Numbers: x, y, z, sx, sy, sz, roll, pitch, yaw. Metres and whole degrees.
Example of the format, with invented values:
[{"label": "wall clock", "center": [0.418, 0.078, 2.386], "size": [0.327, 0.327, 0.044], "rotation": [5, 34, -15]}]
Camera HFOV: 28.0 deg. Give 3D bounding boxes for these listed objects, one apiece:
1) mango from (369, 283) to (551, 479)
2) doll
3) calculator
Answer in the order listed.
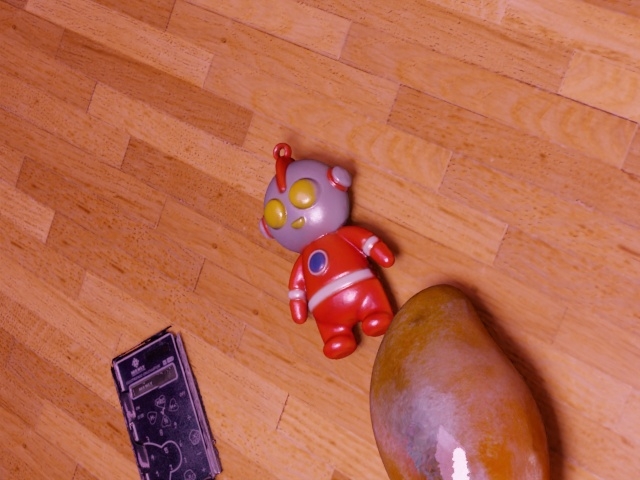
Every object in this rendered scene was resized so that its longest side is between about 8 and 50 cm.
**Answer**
[{"label": "mango", "center": [0.176, 0.229, 1.677], "size": [0.221, 0.199, 0.384], "rotation": [-34, 54, 38]}, {"label": "doll", "center": [0.000, 0.000, 1.881], "size": [0.200, 0.105, 0.336], "rotation": [-33, 68, 31]}, {"label": "calculator", "center": [-0.254, 0.292, 2.098], "size": [0.165, 0.028, 0.274], "rotation": [-31, 68, 31]}]
